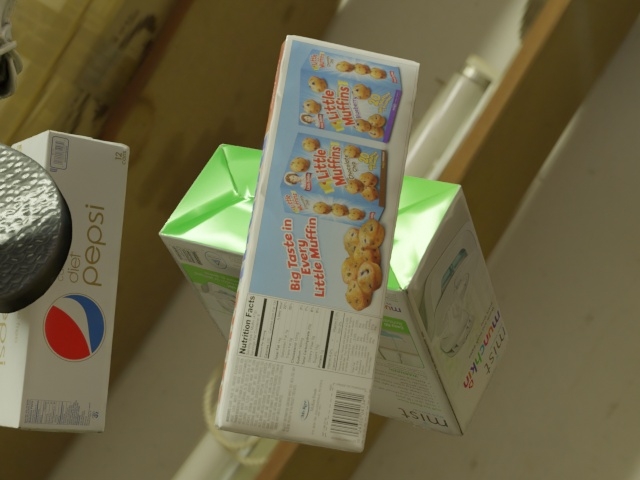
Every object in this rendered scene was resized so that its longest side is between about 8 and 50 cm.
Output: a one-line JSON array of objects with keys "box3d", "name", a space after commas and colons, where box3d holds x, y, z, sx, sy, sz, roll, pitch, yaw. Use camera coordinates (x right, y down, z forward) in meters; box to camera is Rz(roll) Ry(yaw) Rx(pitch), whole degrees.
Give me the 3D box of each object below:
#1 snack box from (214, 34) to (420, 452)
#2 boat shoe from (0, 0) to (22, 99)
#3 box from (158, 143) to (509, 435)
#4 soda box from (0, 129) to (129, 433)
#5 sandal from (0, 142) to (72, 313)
[{"box3d": [0.000, 0.000, 0.513, 0.022, 0.064, 0.178, 132, 148, -76], "name": "snack box"}, {"box3d": [-0.221, -0.108, 0.693, 0.258, 0.084, 0.095, -59, -13, 8], "name": "boat shoe"}, {"box3d": [0.018, 0.048, 1.087, 0.127, 0.262, 0.231, -59, -37, -28], "name": "box"}, {"box3d": [-0.197, 0.032, 0.861, 0.069, 0.074, 0.216, 11, -101, -36], "name": "soda box"}, {"box3d": [-0.244, -0.028, 0.823, 0.097, 0.254, 0.054, -34, -45, -15], "name": "sandal"}]
